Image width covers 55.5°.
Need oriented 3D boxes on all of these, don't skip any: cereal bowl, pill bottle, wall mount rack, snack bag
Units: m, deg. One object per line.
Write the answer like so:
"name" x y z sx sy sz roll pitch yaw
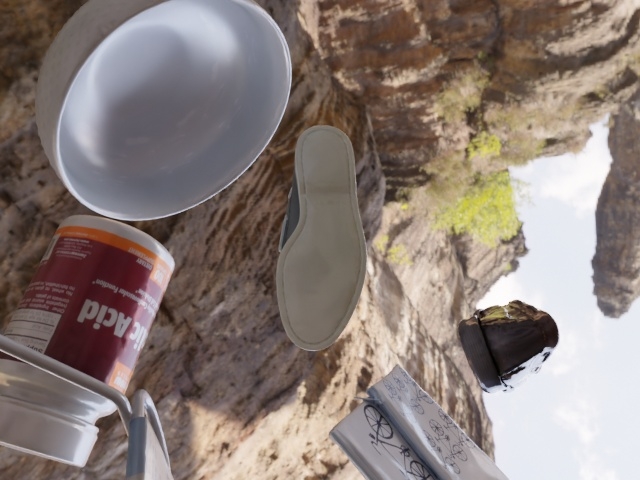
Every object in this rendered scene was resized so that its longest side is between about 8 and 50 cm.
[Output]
"cereal bowl" -0.210 -0.196 0.795 0.339 0.339 0.141 -35 -116 -14
"pill bottle" -0.426 0.172 1.067 0.224 0.224 0.391 1 -119 28
"wall mount rack" -0.198 0.213 0.481 0.131 0.303 0.350 -18 -159 -11
"snack bag" 0.178 0.356 0.959 0.323 0.343 0.037 47 -70 16

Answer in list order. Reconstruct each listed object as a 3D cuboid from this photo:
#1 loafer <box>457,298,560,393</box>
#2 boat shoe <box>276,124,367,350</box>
"loafer" 0.235 0.119 0.717 0.095 0.303 0.109 -24 -103 17
"boat shoe" 0.000 0.000 0.843 0.117 0.099 0.319 4 -111 -4
